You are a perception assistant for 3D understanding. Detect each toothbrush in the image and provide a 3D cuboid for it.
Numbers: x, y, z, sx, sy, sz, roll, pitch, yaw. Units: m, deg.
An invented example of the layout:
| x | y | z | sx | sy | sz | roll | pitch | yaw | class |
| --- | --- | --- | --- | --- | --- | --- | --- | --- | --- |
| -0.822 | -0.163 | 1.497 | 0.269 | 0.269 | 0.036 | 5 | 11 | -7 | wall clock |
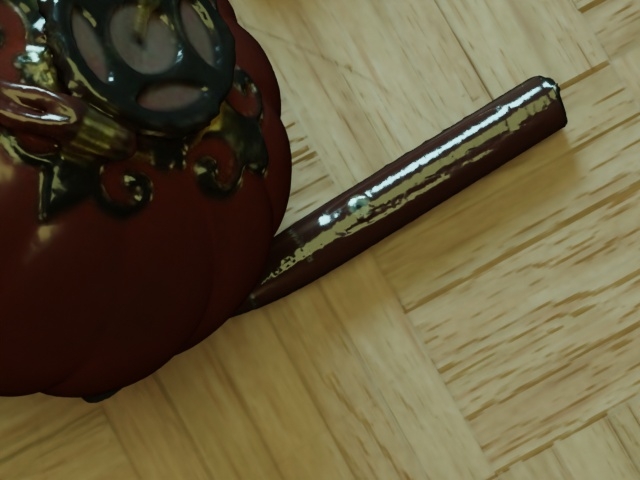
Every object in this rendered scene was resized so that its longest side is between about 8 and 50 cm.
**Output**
| x | y | z | sx | sy | sz | roll | pitch | yaw | class |
| --- | --- | --- | --- | --- | --- | --- | --- | --- | --- |
| 0.000 | 0.000 | 1.214 | 0.364 | 0.041 | 0.041 | -31 | 82 | -5 | toothbrush |

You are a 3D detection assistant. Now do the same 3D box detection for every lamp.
| x | y | z | sx | sy | sz | roll | pitch | yaw | class |
| --- | --- | --- | --- | --- | --- | --- | --- | --- | --- |
| -0.161 | -0.057 | 1.108 | 0.303 | 0.257 | 0.303 | 18 | 57 | -29 | lamp |
